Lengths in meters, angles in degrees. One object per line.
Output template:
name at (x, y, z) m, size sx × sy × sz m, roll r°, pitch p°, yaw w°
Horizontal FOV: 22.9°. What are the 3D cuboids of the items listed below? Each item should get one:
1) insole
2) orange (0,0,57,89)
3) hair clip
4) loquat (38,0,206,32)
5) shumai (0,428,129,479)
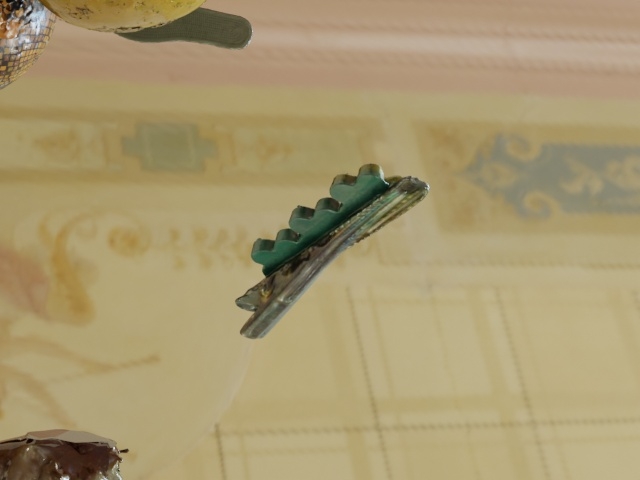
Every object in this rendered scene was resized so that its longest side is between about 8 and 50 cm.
insole at (-0.145, -0.221, 1.618) m, size 0.153 × 0.002 × 0.053 m, roll 10°, pitch -104°, yaw -5°
orange at (-0.382, -0.249, 1.627) m, size 0.235 × 0.182 × 0.234 m, roll 0°, pitch -123°, yaw 0°
hair clip at (-0.001, -0.001, 0.923) m, size 0.049 × 0.173 × 0.049 m, roll 24°, pitch -134°, yaw -28°
loquat at (-0.180, -0.301, 1.436) m, size 0.235 × 0.235 × 0.235 m, roll 8°, pitch -128°, yaw -11°
shumai at (-0.182, 0.201, 1.158) m, size 0.201 × 0.201 × 0.120 m, roll 16°, pitch -86°, yaw -5°
